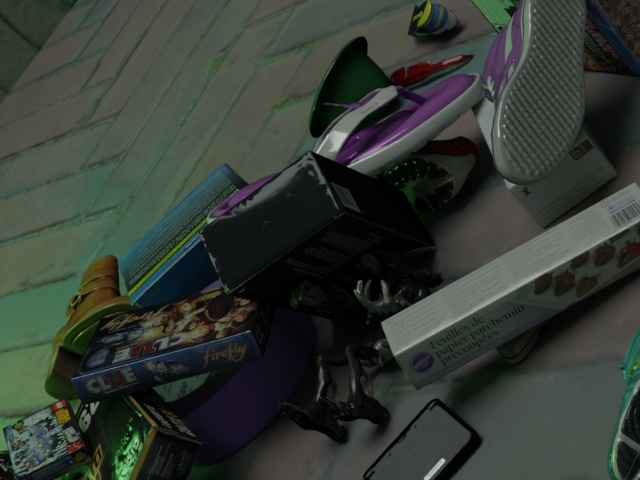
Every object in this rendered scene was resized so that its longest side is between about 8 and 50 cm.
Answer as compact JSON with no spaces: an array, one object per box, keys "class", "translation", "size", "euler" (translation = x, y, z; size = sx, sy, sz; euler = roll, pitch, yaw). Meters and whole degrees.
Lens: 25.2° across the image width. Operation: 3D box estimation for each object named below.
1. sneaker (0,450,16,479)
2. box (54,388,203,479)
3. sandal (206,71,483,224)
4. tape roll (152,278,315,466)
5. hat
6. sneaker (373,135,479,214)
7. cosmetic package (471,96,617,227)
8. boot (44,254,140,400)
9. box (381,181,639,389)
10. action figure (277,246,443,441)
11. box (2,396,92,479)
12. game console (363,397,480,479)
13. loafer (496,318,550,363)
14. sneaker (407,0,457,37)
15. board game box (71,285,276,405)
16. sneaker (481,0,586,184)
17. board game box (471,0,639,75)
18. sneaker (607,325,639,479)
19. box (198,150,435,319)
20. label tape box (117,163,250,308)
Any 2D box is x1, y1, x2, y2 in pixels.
[{"class":"sneaker","translation":[-0.370,0.362,1.794],"size":[0.100,0.108,0.271],"euler":[-13,24,-24]},{"class":"box","translation":[-0.280,0.345,1.807],"size":[0.322,0.079,0.257],"euler":[-66,25,3]},{"class":"sandal","translation":[0.025,-0.131,1.889],"size":[0.416,0.102,0.169],"euler":[-30,16,0]},{"class":"tape roll","translation":[-0.138,0.172,1.955],"size":[0.275,0.090,0.274],"euler":[-35,28,22]},{"class":"hat","translation":[0.103,-0.210,2.237],"size":[0.173,0.184,0.208],"euler":[-53,-15,-31]},{"class":"sneaker","translation":[0.111,-0.084,1.989],"size":[0.279,0.107,0.118],"euler":[-7,26,47]},{"class":"cosmetic package","translation":[0.277,-0.126,1.794],"size":[0.117,0.085,0.231],"euler":[-37,29,16]},{"class":"boot","translation":[-0.343,0.110,2.293],"size":[0.283,0.109,0.220],"euler":[-51,20,44]},{"class":"box","translation":[0.225,0.050,1.560],"size":[0.324,0.063,0.067],"euler":[-30,35,6]},{"class":"action figure","translation":[0.051,0.096,1.734],"size":[0.164,0.141,0.275],"euler":[-18,40,48]},{"class":"box","translation":[-0.351,0.260,1.828],"size":[0.094,0.027,0.137],"euler":[-26,27,-10]},{"class":"game console","translation":[0.110,0.240,1.581],"size":[0.122,0.071,0.107],"euler":[-48,56,-4]},{"class":"loafer","translation":[0.234,0.079,1.602],"size":[0.045,0.039,0.125],"euler":[-4,47,55]},{"class":"sneaker","translation":[0.179,-0.352,2.309],"size":[0.144,0.059,0.053],"euler":[-147,70,-79]},{"class":"board game box","translation":[-0.182,0.124,1.820],"size":[0.243,0.042,0.165],"euler":[-16,22,12]},{"class":"sneaker","translation":[0.246,-0.167,1.726],"size":[0.161,0.102,0.282],"euler":[133,158,-60]},{"class":"board game box","translation":[0.324,-0.352,1.883],"size":[0.141,0.232,0.291],"euler":[-50,27,-10]},{"class":"sneaker","translation":[0.333,0.134,1.347],"size":[0.110,0.107,0.275],"euler":[-43,13,54]},{"class":"box","translation":[0.000,0.000,1.806],"size":[0.184,0.261,0.103],"euler":[-37,65,18]},{"class":"label tape box","translation":[-0.176,0.017,2.148],"size":[0.240,0.106,0.334],"euler":[-43,15,-1]}]
